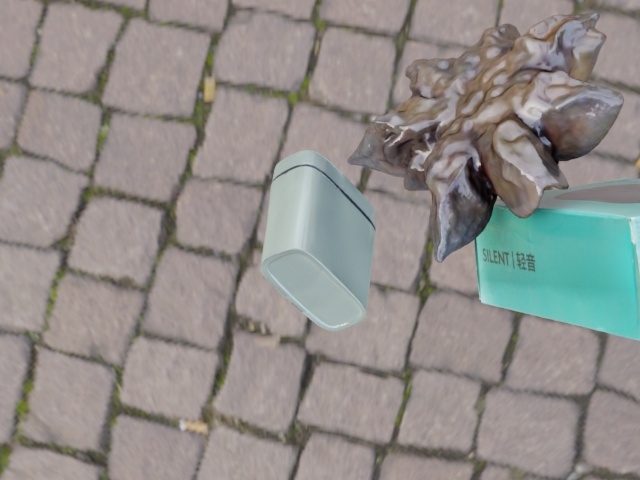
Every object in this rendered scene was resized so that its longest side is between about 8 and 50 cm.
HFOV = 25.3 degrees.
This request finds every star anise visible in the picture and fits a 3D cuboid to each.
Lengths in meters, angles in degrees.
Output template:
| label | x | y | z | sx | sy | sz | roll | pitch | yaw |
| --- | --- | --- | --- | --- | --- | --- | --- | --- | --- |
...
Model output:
| label | x | y | z | sx | sy | sz | roll | pitch | yaw |
| --- | --- | --- | --- | --- | --- | --- | --- | --- | --- |
| star anise | 0.159 | -0.111 | 1.436 | 0.315 | 0.108 | 0.315 | -20 | 42 | 19 |

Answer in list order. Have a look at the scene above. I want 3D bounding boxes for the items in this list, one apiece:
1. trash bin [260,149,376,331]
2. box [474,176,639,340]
| label | x | y | z | sx | sy | sz | roll | pitch | yaw |
| --- | --- | --- | --- | --- | --- | --- | --- | --- | --- |
| trash bin | 0.000 | 0.000 | 1.311 | 0.059 | 0.116 | 0.130 | -27 | 37 | 30 |
| box | 0.306 | 0.009 | 1.398 | 0.205 | 0.311 | 0.118 | -7 | 96 | -20 |
